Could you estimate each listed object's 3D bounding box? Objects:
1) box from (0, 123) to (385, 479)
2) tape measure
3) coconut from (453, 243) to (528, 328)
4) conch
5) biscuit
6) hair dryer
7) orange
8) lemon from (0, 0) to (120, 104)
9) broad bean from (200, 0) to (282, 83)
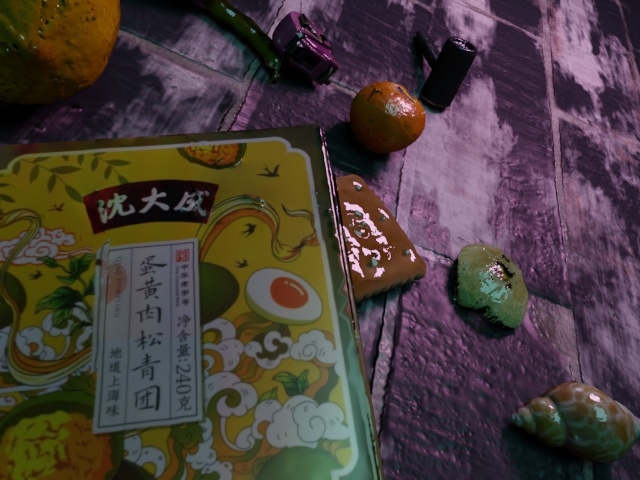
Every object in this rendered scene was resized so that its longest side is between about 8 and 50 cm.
[{"bbox_3d":[-0.154,0.091,0.527,0.373,0.138,0.420,-5,60,-4],"label":"box"},{"bbox_3d":[-0.027,-0.362,1.002,0.125,0.074,0.118,24,38,-42],"label":"tape measure"},{"bbox_3d":[0.274,0.067,0.866,0.133,0.055,0.158,-13,62,-33],"label":"coconut"},{"bbox_3d":[0.372,0.254,0.752,0.173,0.106,0.116,13,28,-39],"label":"conch"},{"bbox_3d":[0.000,0.000,0.763,0.325,0.044,0.217,-13,63,-41],"label":"biscuit"},{"bbox_3d":[0.247,-0.407,1.152,0.070,0.128,0.255,7,44,-19],"label":"hair dryer"},{"bbox_3d":[0.114,-0.216,0.952,0.135,0.117,0.135,33,35,-26],"label":"orange"},{"bbox_3d":[-0.394,-0.322,0.702,0.258,0.258,0.310,-2,56,-26],"label":"lemon"},{"bbox_3d":[-0.138,-0.385,1.003,0.069,0.039,0.227,-32,75,-31],"label":"broad bean"}]
